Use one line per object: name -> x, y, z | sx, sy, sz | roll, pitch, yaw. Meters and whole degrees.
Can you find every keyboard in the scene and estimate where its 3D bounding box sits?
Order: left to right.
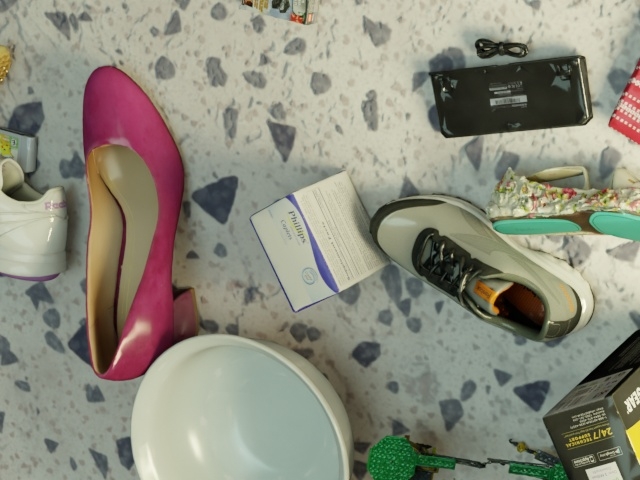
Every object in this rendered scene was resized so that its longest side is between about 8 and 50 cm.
keyboard -> 0.208, -0.173, 1.763 | 0.180, 0.023, 0.108 | -4, 107, 27

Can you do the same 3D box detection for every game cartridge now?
game cartridge -> -0.411, -0.119, 2.103 | 0.083, 0.017, 0.056 | 15, 113, 24

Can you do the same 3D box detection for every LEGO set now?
LEGO set -> 0.202, 0.354, 1.841 | 0.331, 0.192, 0.255 | -5, 71, 22

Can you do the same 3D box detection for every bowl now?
bowl -> -0.074, 0.241, 1.948 | 0.298, 0.134, 0.298 | 7, 105, 25

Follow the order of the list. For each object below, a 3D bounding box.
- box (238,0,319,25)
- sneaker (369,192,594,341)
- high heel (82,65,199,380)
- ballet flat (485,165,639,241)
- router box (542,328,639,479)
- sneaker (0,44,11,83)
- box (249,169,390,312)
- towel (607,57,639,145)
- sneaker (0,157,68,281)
box -> -0.041, -0.326, 1.851 | 0.094, 0.027, 0.137 | 18, 110, 24
sneaker -> 0.172, 0.029, 1.784 | 0.271, 0.108, 0.100 | 27, 115, 21
high heel -> -0.248, -0.022, 1.945 | 0.127, 0.181, 0.377 | -14, 96, 30
ballet flat -> 0.294, -0.043, 1.721 | 0.241, 0.091, 0.077 | 4, 73, 22
router box -> 0.355, 0.231, 1.620 | 0.081, 0.309, 0.243 | -22, 93, 31
sneaker -> -0.481, -0.204, 2.087 | 0.084, 0.069, 0.185 | 47, 118, 4
box -> 0.000, 0.000, 1.847 | 0.072, 0.137, 0.126 | -25, 90, 31
towel -> 0.440, -0.187, 1.634 | 0.199, 0.031, 0.275 | 33, 117, 15
sneaker -> -0.463, -0.048, 2.104 | 0.305, 0.114, 0.152 | 14, 104, 15
